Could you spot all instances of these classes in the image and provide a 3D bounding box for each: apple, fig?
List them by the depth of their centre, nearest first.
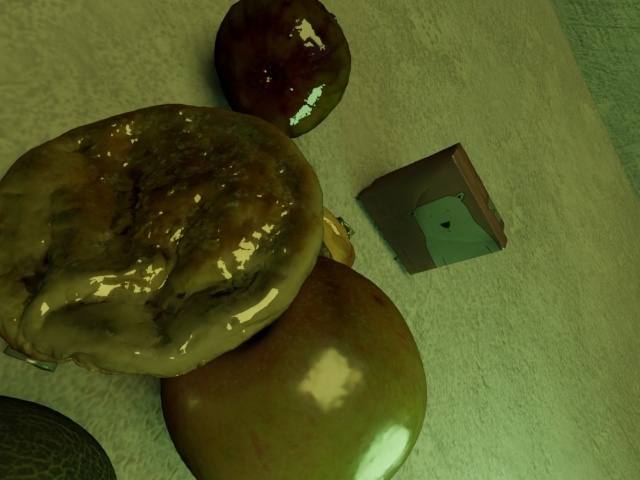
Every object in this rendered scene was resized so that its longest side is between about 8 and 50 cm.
[{"bbox_3d":[-0.031,0.164,0.534,0.319,0.319,0.277,-58,149,-30],"label":"apple"},{"bbox_3d":[-0.034,-0.305,0.728,0.217,0.216,0.321,57,30,-16],"label":"fig"}]

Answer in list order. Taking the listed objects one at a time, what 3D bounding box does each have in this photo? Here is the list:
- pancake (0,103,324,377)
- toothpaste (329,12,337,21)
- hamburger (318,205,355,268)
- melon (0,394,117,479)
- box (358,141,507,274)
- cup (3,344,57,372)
[{"bbox_3d":[-0.176,-0.036,0.484,0.386,0.082,0.387,1,51,-1],"label":"pancake"},{"bbox_3d":[0.002,-0.450,0.867,0.083,0.019,0.027,-28,76,-39],"label":"toothpaste"},{"bbox_3d":[0.006,0.002,0.751,0.102,0.087,0.176,-35,96,-50],"label":"hamburger"},{"bbox_3d":[-0.326,0.243,0.335,0.301,0.237,0.238,15,73,-30],"label":"melon"},{"bbox_3d":[0.222,-0.057,0.849,0.215,0.215,0.086,55,41,-16],"label":"box"},{"bbox_3d":[-0.320,0.101,0.497,0.054,0.074,0.083,70,35,-56],"label":"cup"}]
